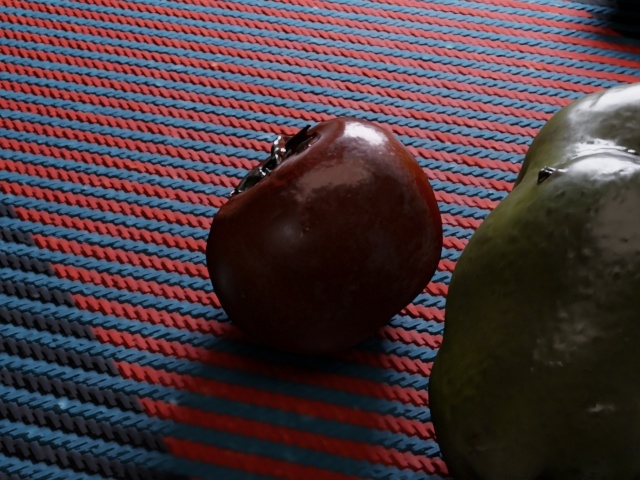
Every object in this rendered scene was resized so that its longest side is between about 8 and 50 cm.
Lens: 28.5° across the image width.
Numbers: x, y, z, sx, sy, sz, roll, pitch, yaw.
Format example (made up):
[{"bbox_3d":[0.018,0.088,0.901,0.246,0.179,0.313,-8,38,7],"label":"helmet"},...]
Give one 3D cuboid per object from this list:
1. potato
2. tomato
[{"bbox_3d":[0.201,0.039,0.837,0.218,0.202,0.351,30,59,15],"label":"potato"},{"bbox_3d":[0.000,0.000,0.913,0.187,0.151,0.187,-35,17,13],"label":"tomato"}]
